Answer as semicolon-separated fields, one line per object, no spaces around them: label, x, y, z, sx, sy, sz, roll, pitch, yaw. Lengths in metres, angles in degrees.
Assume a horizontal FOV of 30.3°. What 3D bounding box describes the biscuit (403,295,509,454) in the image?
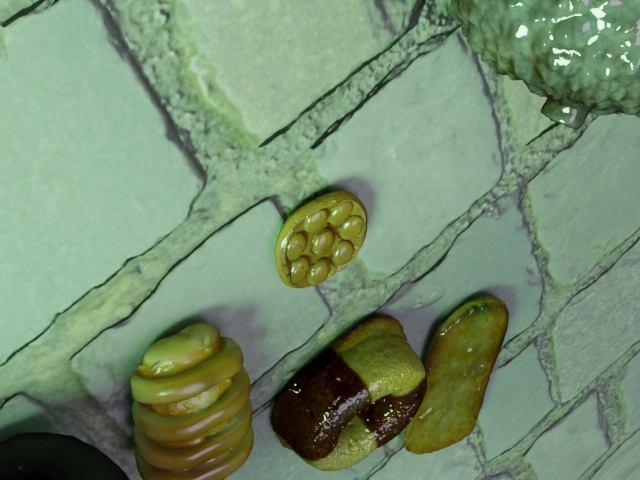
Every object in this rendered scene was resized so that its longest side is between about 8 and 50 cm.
biscuit;0.162;0.166;1.431;0.118;0.029;0.247;-11;131;-30

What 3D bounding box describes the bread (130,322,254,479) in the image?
bread;-0.119;0.161;1.108;0.119;0.084;0.177;-25;134;-28

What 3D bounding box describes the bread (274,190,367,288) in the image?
bread;0.000;0.000;1.122;0.110;0.024;0.110;-25;137;-25

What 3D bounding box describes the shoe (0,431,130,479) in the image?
shoe;-0.182;0.329;0.946;0.171;0.384;0.237;-19;135;-22

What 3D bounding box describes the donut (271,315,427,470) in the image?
donut;0.039;0.173;1.281;0.184;0.073;0.166;-30;143;-19

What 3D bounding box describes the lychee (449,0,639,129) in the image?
lychee;0.250;-0.223;0.952;0.300;0.300;0.300;-26;138;-26
